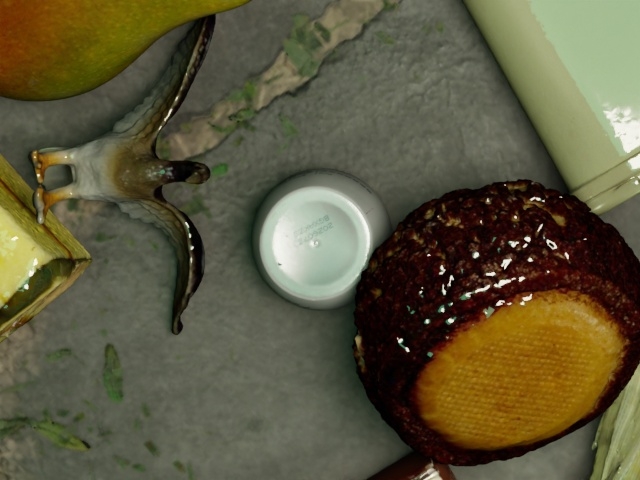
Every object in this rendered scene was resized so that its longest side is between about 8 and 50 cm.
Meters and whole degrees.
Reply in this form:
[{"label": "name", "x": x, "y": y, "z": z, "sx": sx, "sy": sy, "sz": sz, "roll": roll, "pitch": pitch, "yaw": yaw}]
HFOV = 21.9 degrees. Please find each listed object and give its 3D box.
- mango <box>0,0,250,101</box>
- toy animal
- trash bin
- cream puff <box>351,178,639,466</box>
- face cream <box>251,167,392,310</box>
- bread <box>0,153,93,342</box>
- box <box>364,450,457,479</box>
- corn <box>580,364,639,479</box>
[{"label": "mango", "x": -0.184, "y": -0.200, "z": 1.305, "sx": 0.289, "sy": 0.129, "sz": 0.146, "roll": -26, "pitch": 86, "yaw": 26}, {"label": "toy animal", "x": -0.149, "y": -0.043, "z": 1.312, "sx": 0.160, "sy": 0.197, "sz": 0.272, "roll": -4, "pitch": 99, "yaw": -5}, {"label": "trash bin", "x": 0.254, "y": -0.180, "z": 1.318, "sx": 0.243, "sy": 0.121, "sz": 0.247, "roll": -30, "pitch": 89, "yaw": 5}, {"label": "cream puff", "x": 0.136, "y": 0.057, "z": 1.291, "sx": 0.239, "sy": 0.165, "sz": 0.239, "roll": -10, "pitch": 133, "yaw": -10}, {"label": "face cream", "x": 0.000, "y": 0.000, "z": 1.348, "sx": 0.117, "sy": 0.104, "sz": 0.117, "roll": 0, "pitch": 93, "yaw": 5}, {"label": "bread", "x": -0.332, "y": -0.019, "z": 1.342, "sx": 0.163, "sy": 0.167, "sz": 0.264, "roll": -42, "pitch": 87, "yaw": 5}, {"label": "box", "x": 0.045, "y": 0.421, "z": 1.359, "sx": 0.344, "sy": 0.122, "sz": 0.385, "roll": -31, "pitch": 91, "yaw": 4}, {"label": "corn", "x": 0.292, "y": 0.155, "z": 1.328, "sx": 0.123, "sy": 0.122, "sz": 0.305, "roll": 16, "pitch": 92, "yaw": -20}]
